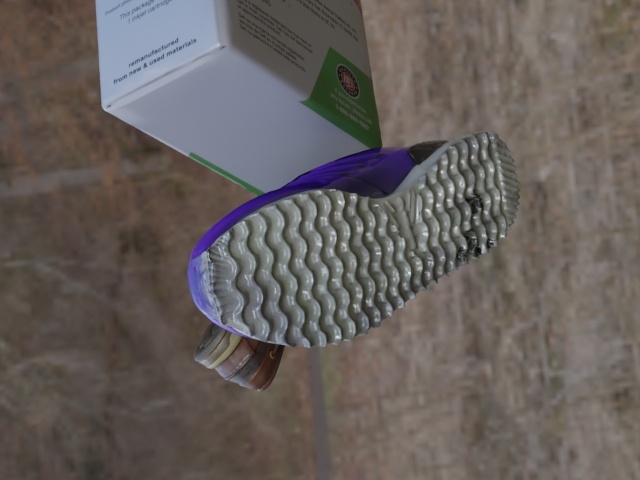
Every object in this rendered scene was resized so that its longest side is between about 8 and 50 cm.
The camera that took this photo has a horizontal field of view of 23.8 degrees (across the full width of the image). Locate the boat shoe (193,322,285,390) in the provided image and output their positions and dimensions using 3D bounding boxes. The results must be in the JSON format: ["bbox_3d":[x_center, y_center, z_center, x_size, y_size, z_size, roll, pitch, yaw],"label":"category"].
[{"bbox_3d":[-0.040,0.052,1.168,0.064,0.060,0.178,-44,11,35],"label":"boat shoe"}]

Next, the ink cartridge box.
[{"bbox_3d":[-0.067,-0.201,1.146,0.201,0.117,0.278,29,-133,-50],"label":"ink cartridge box"}]

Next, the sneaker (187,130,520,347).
[{"bbox_3d":[0.000,0.001,1.052,0.146,0.293,0.102,-1,104,45],"label":"sneaker"}]
